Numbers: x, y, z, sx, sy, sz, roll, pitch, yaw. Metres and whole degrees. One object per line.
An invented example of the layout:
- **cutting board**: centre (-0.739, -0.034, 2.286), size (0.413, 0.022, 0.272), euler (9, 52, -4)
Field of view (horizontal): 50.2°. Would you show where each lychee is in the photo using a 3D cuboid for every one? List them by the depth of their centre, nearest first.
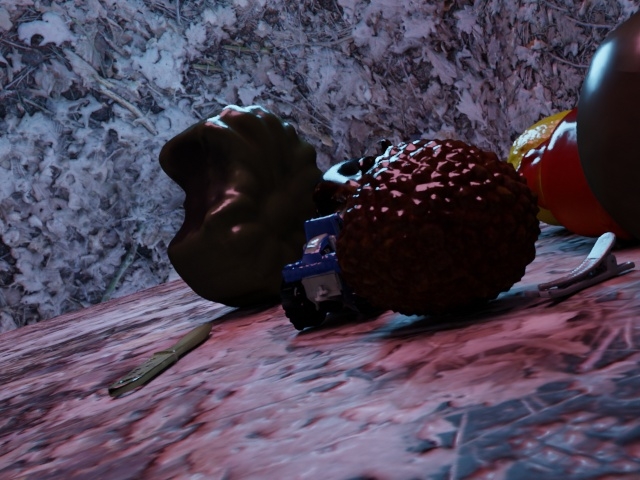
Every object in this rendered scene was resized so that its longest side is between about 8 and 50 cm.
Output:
- **lychee**: centre (0.120, -0.008, 0.671), size (0.188, 0.188, 0.188), euler (-16, 3, 1)

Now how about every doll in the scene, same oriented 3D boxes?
- **doll**: centre (0.352, -0.088, 0.797), size (0.182, 0.160, 0.363), euler (-62, 21, -12)

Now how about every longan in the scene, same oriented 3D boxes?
- **longan**: centre (0.320, -0.104, 0.536), size (0.249, 0.248, 0.248), euler (-16, 3, 1)

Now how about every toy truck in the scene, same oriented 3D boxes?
- **toy truck**: centre (0.031, 0.025, 0.859), size (0.113, 0.126, 0.208), euler (-15, 2, 22)

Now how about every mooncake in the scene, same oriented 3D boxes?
- **mooncake**: centre (-0.118, -0.057, 1.210), size (0.188, 0.351, 0.351), euler (-20, 0, 33)

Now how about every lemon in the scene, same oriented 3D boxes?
- **lemon**: centre (0.375, -0.106, 1.014), size (0.193, 0.180, 0.180), euler (-19, 2, 13)

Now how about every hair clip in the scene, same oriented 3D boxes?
- **hair clip**: centre (0.234, 0.026, 0.624), size (0.115, 0.039, 0.030), euler (-20, -1, -27)

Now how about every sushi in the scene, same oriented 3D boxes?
- **sushi**: centre (0.109, -0.057, 1.164), size (0.227, 0.212, 0.215), euler (-19, 2, -3)

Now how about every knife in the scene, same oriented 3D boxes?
- **knife**: centre (-0.193, 0.145, 0.868), size (0.043, 0.019, 0.293), euler (-13, 4, 10)
